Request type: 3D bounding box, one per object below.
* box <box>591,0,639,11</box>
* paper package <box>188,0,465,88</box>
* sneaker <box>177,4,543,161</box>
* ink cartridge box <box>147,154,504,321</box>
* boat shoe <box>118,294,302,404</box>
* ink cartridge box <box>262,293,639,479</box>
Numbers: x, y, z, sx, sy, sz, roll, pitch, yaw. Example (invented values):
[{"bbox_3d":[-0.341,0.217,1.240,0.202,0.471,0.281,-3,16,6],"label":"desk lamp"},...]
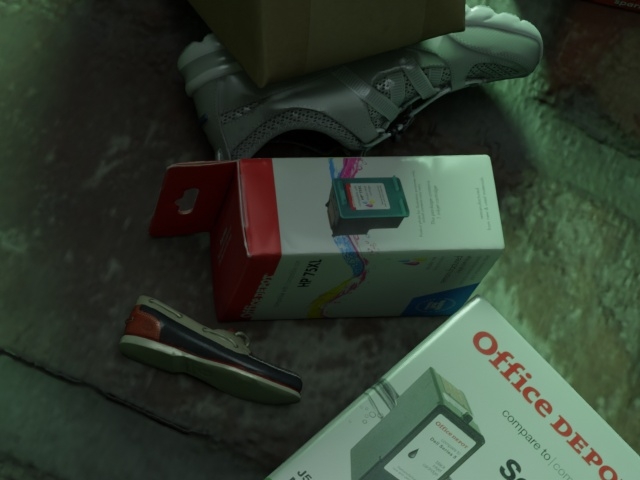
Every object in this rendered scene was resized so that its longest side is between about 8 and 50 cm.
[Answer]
[{"bbox_3d":[0.293,-0.262,1.577,0.257,0.128,0.122,11,65,-8],"label":"box"},{"bbox_3d":[-0.031,-0.324,1.375,0.168,0.325,0.309,-18,42,-18],"label":"paper package"},{"bbox_3d":[0.036,-0.110,1.485,0.281,0.105,0.115,-9,85,-10],"label":"sneaker"},{"bbox_3d":[0.000,0.000,1.393,0.231,0.134,0.078,-2,68,-12],"label":"ink cartridge box"},{"bbox_3d":[-0.075,0.079,1.392,0.137,0.049,0.043,19,62,1],"label":"boat shoe"},{"bbox_3d":[0.072,0.199,1.331,0.273,0.115,0.198,-40,81,-25],"label":"ink cartridge box"}]
